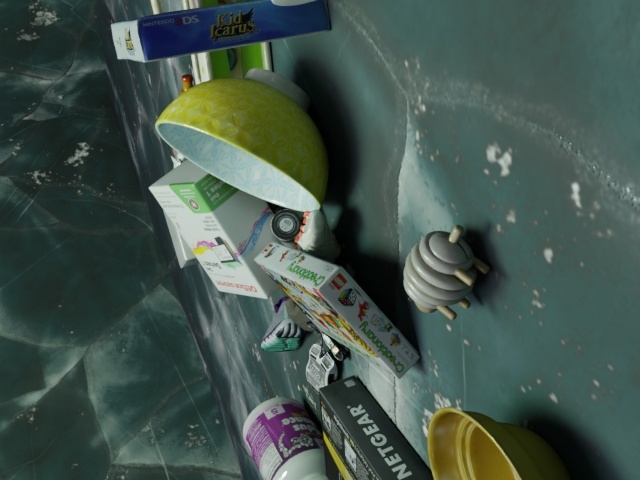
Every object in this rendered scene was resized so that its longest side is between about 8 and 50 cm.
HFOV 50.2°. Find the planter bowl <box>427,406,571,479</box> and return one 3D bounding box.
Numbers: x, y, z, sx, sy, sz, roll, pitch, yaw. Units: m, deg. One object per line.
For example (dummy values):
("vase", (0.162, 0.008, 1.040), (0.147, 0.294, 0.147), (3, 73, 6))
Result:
("planter bowl", (0.214, 0.275, 0.758), (0.217, 0.090, 0.217), (164, 90, -70))

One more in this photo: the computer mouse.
("computer mouse", (0.009, 0.234, 1.348), (0.106, 0.042, 0.193), (42, 145, 28))

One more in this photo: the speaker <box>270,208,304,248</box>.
("speaker", (-0.057, -0.019, 1.246), (0.136, 0.055, 0.055), (72, 178, -82))

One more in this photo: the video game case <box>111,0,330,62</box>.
("video game case", (-0.158, -0.319, 1.022), (0.244, 0.270, 0.061), (-150, 48, -62))

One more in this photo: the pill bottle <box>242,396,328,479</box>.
("pill bottle", (-0.053, 0.505, 1.547), (0.301, 0.169, 0.169), (-136, 35, -53))

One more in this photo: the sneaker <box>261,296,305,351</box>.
("sneaker", (-0.080, 0.187, 1.538), (0.223, 0.083, 0.098), (129, 143, -62))

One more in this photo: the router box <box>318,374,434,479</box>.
("router box", (0.101, 0.428, 1.198), (0.309, 0.081, 0.243), (-133, 32, -52))

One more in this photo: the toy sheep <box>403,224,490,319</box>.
("toy sheep", (0.140, 0.034, 0.783), (0.091, 0.091, 0.132), (57, 141, 39))

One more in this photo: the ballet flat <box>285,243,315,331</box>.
("ballet flat", (-0.026, 0.089, 1.322), (0.084, 0.058, 0.250), (21, 141, 20))

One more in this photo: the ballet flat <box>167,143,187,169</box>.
("ballet flat", (-0.251, -0.134, 1.485), (0.280, 0.096, 0.095), (41, -178, -5))

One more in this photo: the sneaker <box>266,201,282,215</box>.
("sneaker", (-0.091, -0.093, 1.359), (0.071, 0.066, 0.188), (53, 162, -2))

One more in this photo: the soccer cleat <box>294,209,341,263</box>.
("soccer cleat", (0.000, 0.000, 1.124), (0.196, 0.076, 0.068), (105, -176, -74))

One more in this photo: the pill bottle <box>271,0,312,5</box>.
("pill bottle", (-0.041, -0.413, 0.854), (0.119, 0.119, 0.208), (178, 76, -70))

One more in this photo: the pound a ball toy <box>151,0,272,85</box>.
("pound a ball toy", (-0.212, -0.405, 1.191), (0.136, 0.208, 0.319), (-135, 33, -53))

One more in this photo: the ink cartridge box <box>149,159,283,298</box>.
("ink cartridge box", (-0.187, -0.027, 1.371), (0.201, 0.117, 0.278), (3, 130, 52))

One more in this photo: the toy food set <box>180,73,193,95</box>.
("toy food set", (-0.220, -0.271, 1.461), (0.232, 0.111, 0.104), (51, 150, 44))

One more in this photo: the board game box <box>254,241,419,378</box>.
("board game box", (0.014, 0.100, 1.094), (0.193, 0.053, 0.305), (48, 168, -20))

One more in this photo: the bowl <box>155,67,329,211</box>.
("bowl", (-0.099, -0.178, 1.095), (0.156, 0.289, 0.289), (-65, 17, -10))

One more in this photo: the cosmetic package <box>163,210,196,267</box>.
("cosmetic package", (-0.337, -0.036, 1.904), (0.151, 0.151, 0.183), (149, 105, -70))
